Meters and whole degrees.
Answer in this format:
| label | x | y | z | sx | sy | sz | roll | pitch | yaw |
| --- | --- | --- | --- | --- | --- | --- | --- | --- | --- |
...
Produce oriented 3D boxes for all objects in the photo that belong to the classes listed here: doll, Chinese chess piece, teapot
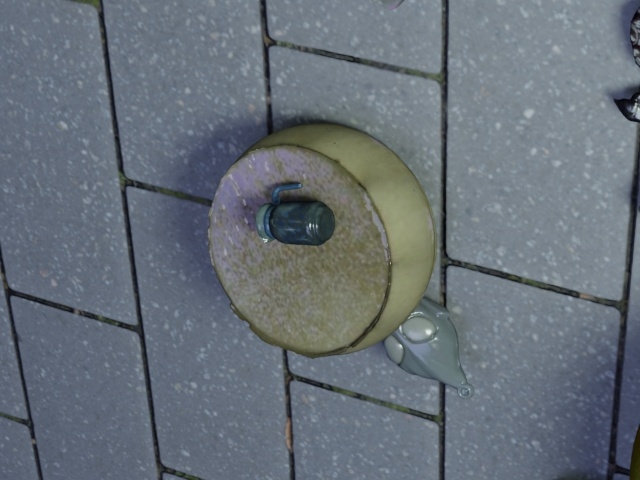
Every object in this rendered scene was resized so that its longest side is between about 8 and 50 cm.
| label | x | y | z | sx | sy | sz | roll | pitch | yaw |
| --- | --- | --- | --- | --- | --- | --- | --- | --- | --- |
| doll | 0.107 | 0.099 | 2.020 | 0.102 | 0.075 | 0.227 | -40 | 85 | 34 |
| Chinese chess piece | 0.000 | 0.000 | 1.941 | 0.270 | 0.112 | 0.270 | 11 | 112 | 29 |
| teapot | -0.028 | -0.027 | 1.853 | 0.083 | 0.049 | 0.063 | 3 | 106 | 32 |

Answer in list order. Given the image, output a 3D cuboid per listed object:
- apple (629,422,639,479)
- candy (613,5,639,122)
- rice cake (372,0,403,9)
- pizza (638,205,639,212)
| label | x | y | z | sx | sy | sz | roll | pitch | yaw |
| --- | --- | --- | --- | --- | --- | --- | --- | --- | --- |
| apple | 0.496 | 0.268 | 1.701 | 0.384 | 0.374 | 0.374 | 35 | 136 | 26 |
| candy | 0.331 | -0.209 | 1.667 | 0.094 | 0.051 | 0.226 | 15 | 128 | 35 |
| rice cake | 0.055 | -0.418 | 1.663 | 0.064 | 0.070 | 0.399 | 11 | 127 | 26 |
| pizza | 0.406 | -0.060 | 1.728 | 0.182 | 0.062 | 0.161 | -1 | 129 | 38 |
